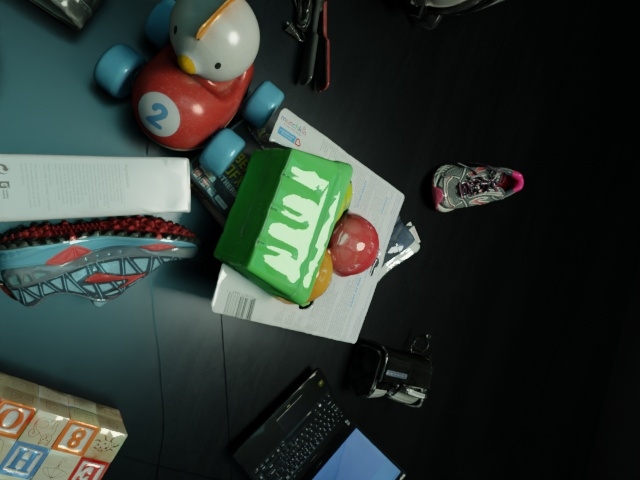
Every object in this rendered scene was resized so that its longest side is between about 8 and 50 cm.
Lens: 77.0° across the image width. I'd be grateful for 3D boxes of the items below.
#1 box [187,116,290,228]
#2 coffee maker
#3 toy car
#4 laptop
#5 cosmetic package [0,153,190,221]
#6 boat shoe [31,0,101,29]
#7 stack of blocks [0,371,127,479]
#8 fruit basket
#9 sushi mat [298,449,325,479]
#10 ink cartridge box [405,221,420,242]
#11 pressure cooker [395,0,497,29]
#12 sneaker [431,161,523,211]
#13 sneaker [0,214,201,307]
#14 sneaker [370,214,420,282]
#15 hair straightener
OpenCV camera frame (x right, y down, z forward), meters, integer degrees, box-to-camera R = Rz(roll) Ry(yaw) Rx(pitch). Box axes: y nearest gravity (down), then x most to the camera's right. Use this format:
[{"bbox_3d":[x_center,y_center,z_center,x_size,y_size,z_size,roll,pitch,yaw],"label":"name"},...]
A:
[{"bbox_3d":[-0.113,-0.092,0.730,0.183,0.056,0.231,-46,118,-21],"label":"box"},{"bbox_3d":[0.164,0.288,0.939,0.178,0.120,0.171,27,56,-35],"label":"coffee maker"},{"bbox_3d":[-0.159,-0.243,0.539,0.219,0.238,0.210,38,70,-12],"label":"toy car"},{"bbox_3d":[0.006,0.442,0.796,0.234,0.137,0.264,-39,115,-27],"label":"laptop"},{"bbox_3d":[-0.312,-0.073,0.560,0.231,0.117,0.085,-5,98,-33],"label":"cosmetic package"},{"bbox_3d":[-0.417,-0.379,0.451,0.335,0.121,0.119,25,84,-34],"label":"boat shoe"},{"bbox_3d":[-0.442,0.273,0.521,0.297,0.087,0.171,38,74,-31],"label":"stack of blocks"},{"bbox_3d":[0.000,0.000,0.715,0.353,0.166,0.326,26,81,-48],"label":"fruit basket"},{"bbox_3d":[-0.088,0.578,0.839,0.151,0.019,0.316,35,75,-31],"label":"sushi mat"},{"bbox_3d":[0.211,-0.004,0.979,0.083,0.028,0.048,-39,115,-26],"label":"ink cartridge box"},{"bbox_3d":[0.315,-0.656,0.775,0.420,0.376,0.369,-34,116,-28],"label":"pressure cooker"},{"bbox_3d":[0.403,-0.148,1.047,0.299,0.112,0.120,-16,104,-32],"label":"sneaker"},{"bbox_3d":[-0.313,0.032,0.598,0.262,0.104,0.125,-5,115,-30],"label":"sneaker"},{"bbox_3d":[0.089,0.009,0.868,0.226,0.086,0.163,-37,105,-17],"label":"sneaker"},{"bbox_3d":[-0.021,-0.409,0.766,0.089,0.047,0.230,2,93,-35],"label":"hair straightener"}]
